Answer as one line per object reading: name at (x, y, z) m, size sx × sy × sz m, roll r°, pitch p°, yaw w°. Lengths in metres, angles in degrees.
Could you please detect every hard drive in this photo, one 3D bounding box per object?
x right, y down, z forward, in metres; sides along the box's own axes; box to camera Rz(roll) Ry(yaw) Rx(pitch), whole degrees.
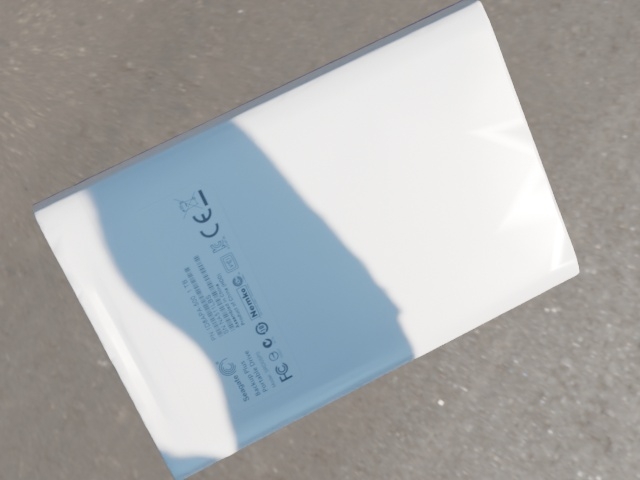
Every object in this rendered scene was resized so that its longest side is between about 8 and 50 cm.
hard drive at (0.000, 0.000, 0.736) m, size 0.318 × 0.040 × 0.210 m, roll -27°, pitch 108°, yaw -8°
